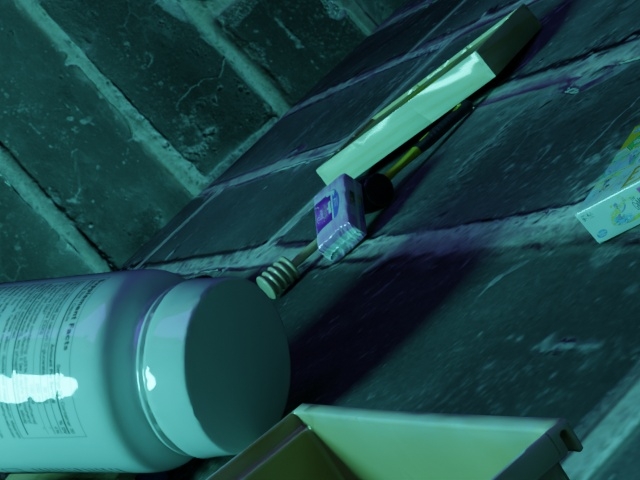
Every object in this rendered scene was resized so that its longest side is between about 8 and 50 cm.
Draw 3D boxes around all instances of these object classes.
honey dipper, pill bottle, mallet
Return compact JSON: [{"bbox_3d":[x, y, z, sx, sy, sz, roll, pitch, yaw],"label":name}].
[{"bbox_3d":[0.000,0.000,1.719,0.160,0.030,0.030,-41,8,-17],"label":"honey dipper"},{"bbox_3d":[-0.175,0.105,1.302,0.283,0.160,0.160,-5,30,34],"label":"pill bottle"},{"bbox_3d":[0.092,-0.089,1.737,0.189,0.039,0.062,-43,11,-34],"label":"mallet"}]

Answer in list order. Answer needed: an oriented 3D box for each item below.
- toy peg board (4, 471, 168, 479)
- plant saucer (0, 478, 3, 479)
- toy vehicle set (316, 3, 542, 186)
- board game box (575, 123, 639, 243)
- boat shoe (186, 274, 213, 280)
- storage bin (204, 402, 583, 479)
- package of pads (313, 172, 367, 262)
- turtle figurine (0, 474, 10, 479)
[{"bbox_3d":[-0.175,0.199,1.426,0.160,0.079,0.161,-11,29,42],"label":"toy peg board"},{"bbox_3d":[-0.319,0.313,1.285,0.278,0.041,0.278,-36,30,24],"label":"plant saucer"},{"bbox_3d":[0.125,-0.163,1.890,0.267,0.035,0.166,-35,6,37],"label":"toy vehicle set"},{"bbox_3d":[0.236,-0.063,1.008,0.154,0.026,0.103,-31,14,48],"label":"board game box"},{"bbox_3d":[-0.159,0.087,1.829,0.073,0.073,0.207,-41,9,16],"label":"boat shoe"},{"bbox_3d":[-0.034,0.185,0.578,0.260,0.123,0.262,-36,8,-17],"label":"storage bin"},{"bbox_3d":[0.019,-0.023,1.639,0.050,0.032,0.083,-40,33,26],"label":"package of pads"},{"bbox_3d":[-0.424,0.303,1.830,0.175,0.118,0.234,-47,4,-28],"label":"turtle figurine"}]
